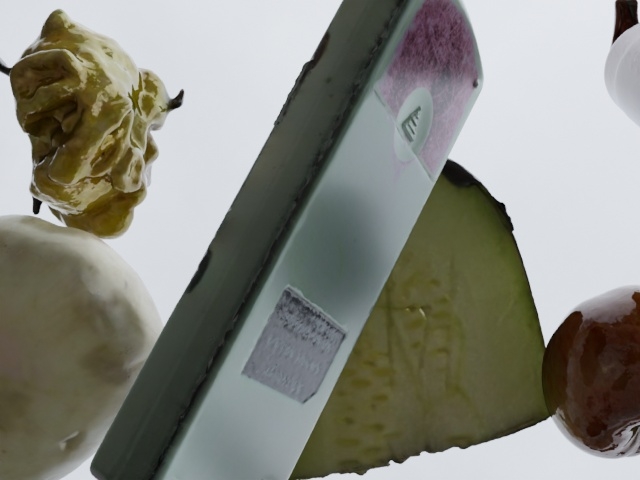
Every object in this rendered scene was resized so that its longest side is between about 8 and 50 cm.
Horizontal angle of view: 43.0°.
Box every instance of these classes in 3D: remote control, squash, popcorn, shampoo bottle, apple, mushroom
[{"bbox_3d":[-0.001,0.000,0.482,0.050,0.145,0.343,21,-103,30],"label":"remote control"},{"bbox_3d":[0.059,0.057,0.655,0.155,0.237,0.204,87,-11,-55],"label":"squash"},{"bbox_3d":[-0.339,-0.180,1.220,0.315,0.281,0.297,79,-1,-54],"label":"popcorn"},{"bbox_3d":[0.259,-0.124,0.609,0.086,0.244,0.085,2,-66,4],"label":"shampoo bottle"},{"bbox_3d":[0.219,0.094,0.589,0.126,0.126,0.102,-53,-138,32],"label":"apple"},{"bbox_3d":[-0.357,0.147,1.037,0.325,0.353,0.352,18,-67,30],"label":"mushroom"}]
